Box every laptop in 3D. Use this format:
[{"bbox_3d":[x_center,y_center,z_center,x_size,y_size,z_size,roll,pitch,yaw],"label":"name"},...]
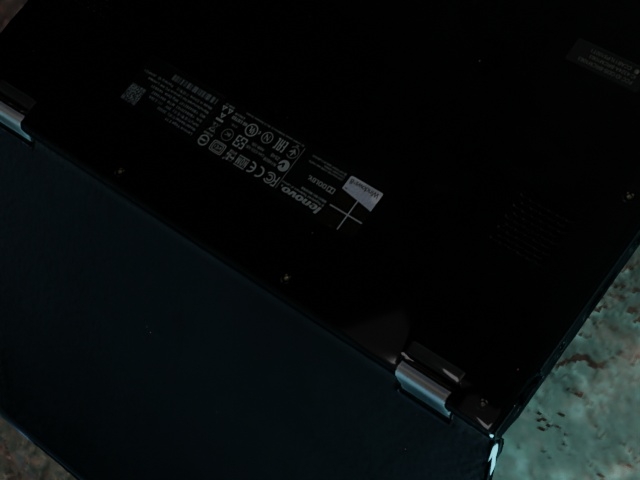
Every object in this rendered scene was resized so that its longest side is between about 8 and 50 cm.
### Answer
[{"bbox_3d":[0.000,0.000,0.813,0.382,0.236,0.408,32,79,28],"label":"laptop"}]
